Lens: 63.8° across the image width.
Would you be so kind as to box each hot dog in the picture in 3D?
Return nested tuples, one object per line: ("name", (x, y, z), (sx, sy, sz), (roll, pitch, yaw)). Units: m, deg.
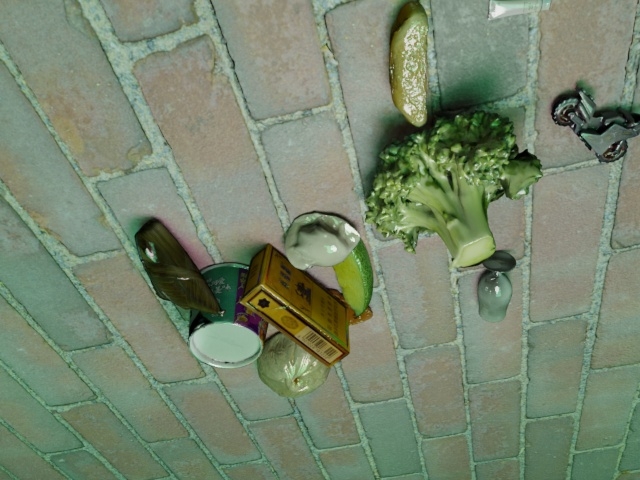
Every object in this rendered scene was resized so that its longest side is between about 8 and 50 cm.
("hot dog", (0.172, -0.340, 1.019), (0.073, 0.084, 0.242), (-4, 130, 6))

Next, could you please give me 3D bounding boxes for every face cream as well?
("face cream", (0.378, -0.445, 0.980), (0.115, 0.020, 0.038), (-5, 130, 5))

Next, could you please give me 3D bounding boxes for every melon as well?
("melon", (0.087, 0.118, 1.396), (0.114, 0.053, 0.261), (-2, 122, 15))

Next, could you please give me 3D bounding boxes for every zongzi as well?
("zongzi", (-0.347, 0.072, 1.256), (0.242, 0.112, 0.220), (19, 137, 40))

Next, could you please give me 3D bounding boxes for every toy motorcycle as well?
("toy motorcycle", (0.607, -0.255, 1.112), (0.215, 0.080, 0.122), (31, 122, -20))

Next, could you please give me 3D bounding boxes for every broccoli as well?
("broccoli", (0.272, -0.117, 1.084), (0.338, 0.317, 0.277), (-46, 140, -3))

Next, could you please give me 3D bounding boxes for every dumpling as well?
("dumpling", (-0.001, 0.000, 1.288), (0.177, 0.092, 0.150), (-17, 108, 30))

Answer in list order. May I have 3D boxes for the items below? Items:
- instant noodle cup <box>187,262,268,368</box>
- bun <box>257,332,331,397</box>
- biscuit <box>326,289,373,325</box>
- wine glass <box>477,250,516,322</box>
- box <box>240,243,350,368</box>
("instant noodle cup", (-0.247, 0.213, 1.387), (0.251, 0.190, 0.251), (-1, 130, -1))
("bun", (-0.084, 0.386, 1.567), (0.244, 0.153, 0.243), (1, 127, 1))
("biscuit", (0.013, 0.205, 1.487), (0.280, 0.043, 0.183), (-2, 127, -7))
("wine glass", (0.481, 0.132, 1.416), (0.093, 0.093, 0.202), (-7, 127, 3))
("box", (-0.057, 0.167, 1.327), (0.301, 0.192, 0.084), (41, 112, -20))
